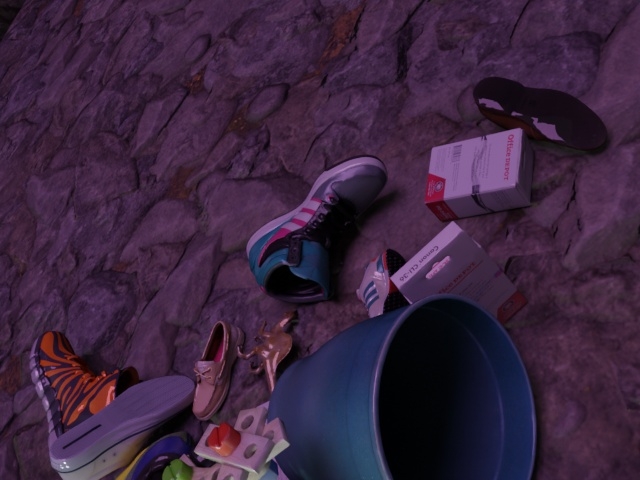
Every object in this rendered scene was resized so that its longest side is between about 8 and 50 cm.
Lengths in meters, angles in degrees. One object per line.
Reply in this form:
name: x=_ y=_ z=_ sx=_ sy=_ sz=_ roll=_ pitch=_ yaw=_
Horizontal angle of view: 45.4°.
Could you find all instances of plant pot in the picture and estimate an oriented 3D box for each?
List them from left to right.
plant pot: x=0.076 y=0.217 z=0.934 sx=0.255 sy=0.271 sz=0.272 roll=-17 pitch=48 yaw=48

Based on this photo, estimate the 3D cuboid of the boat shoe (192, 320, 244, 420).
boat shoe: x=-0.184 y=0.215 z=1.286 sx=0.063 sy=0.059 sz=0.170 roll=-5 pitch=57 yaw=37

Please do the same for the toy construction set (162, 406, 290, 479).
toy construction set: x=-0.064 y=0.323 z=0.850 sx=0.151 sy=0.328 sz=0.215 roll=-36 pitch=27 yaw=-19

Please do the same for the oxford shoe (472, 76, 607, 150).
oxford shoe: x=0.334 y=-0.183 z=1.157 sx=0.212 sy=0.076 sz=0.076 roll=32 pitch=80 yaw=32

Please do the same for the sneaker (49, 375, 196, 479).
sneaker: x=-0.321 y=0.317 z=1.275 sx=0.258 sy=0.091 sz=0.094 roll=-27 pitch=38 yaw=-25

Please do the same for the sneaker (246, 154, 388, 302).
sneaker: x=0.000 y=0.000 z=1.244 sx=0.295 sy=0.124 sz=0.178 roll=-39 pitch=37 yaw=21

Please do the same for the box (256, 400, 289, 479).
box: x=-0.032 y=0.365 z=1.044 sx=0.067 sy=0.063 sz=0.324 roll=-30 pitch=45 yaw=18

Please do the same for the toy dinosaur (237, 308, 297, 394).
toy dinosaur: x=-0.085 y=0.185 z=1.232 sx=0.092 sy=0.053 sz=0.183 roll=-13 pitch=52 yaw=31

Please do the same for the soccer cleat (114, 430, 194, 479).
soccer cleat: x=-0.306 y=0.416 z=1.237 sx=0.289 sy=0.093 sz=0.121 roll=-41 pitch=12 yaw=14

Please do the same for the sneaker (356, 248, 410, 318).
sneaker: x=0.091 y=0.094 z=1.164 sx=0.075 sy=0.057 sz=0.161 roll=-31 pitch=43 yaw=42

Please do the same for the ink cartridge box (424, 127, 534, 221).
ink cartridge box: x=0.244 y=-0.099 z=1.165 sx=0.150 sy=0.063 sz=0.109 roll=-9 pitch=54 yaw=34

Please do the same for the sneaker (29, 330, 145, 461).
sneaker: x=-0.420 y=0.265 z=1.417 sx=0.180 sy=0.124 sz=0.321 roll=-37 pitch=53 yaw=6

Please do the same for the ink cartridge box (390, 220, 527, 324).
ink cartridge box: x=0.175 y=0.057 z=1.004 sx=0.115 sy=0.198 sz=0.067 roll=-43 pitch=42 yaw=5
